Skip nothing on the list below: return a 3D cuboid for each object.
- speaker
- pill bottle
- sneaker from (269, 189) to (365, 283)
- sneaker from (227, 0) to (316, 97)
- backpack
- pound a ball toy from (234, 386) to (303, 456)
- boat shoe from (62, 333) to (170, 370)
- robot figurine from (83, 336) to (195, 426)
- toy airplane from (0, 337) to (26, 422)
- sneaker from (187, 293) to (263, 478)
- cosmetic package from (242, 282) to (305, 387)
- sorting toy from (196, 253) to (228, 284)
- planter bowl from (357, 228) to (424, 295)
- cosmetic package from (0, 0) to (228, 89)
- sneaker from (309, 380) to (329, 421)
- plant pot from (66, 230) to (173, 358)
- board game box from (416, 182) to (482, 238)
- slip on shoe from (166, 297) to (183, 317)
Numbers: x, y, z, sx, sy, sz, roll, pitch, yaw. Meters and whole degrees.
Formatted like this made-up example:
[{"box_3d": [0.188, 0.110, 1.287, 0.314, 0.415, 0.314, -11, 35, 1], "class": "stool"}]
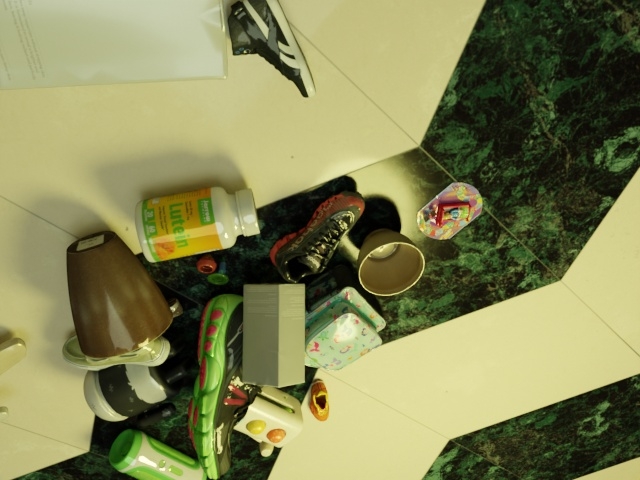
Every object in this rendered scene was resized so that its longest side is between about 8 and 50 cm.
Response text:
[{"box_3d": [-0.486, 0.679, 1.744, 0.131, 0.131, 0.296, -35, 125, 15], "class": "speaker"}, {"box_3d": [-0.260, -0.041, 1.246, 0.245, 0.136, 0.137, -11, 128, -4], "class": "pill bottle"}, {"box_3d": [0.000, 0.000, 1.335, 0.276, 0.135, 0.097, -39, 122, 16], "class": "sneaker"}, {"box_3d": [-0.100, -0.353, 1.091, 0.121, 0.079, 0.217, -22, 119, 9], "class": "sneaker"}, {"box_3d": [0.020, 0.215, 1.474, 0.253, 0.191, 0.225, -30, 130, 16], "class": "backpack"}, {"box_3d": [-0.201, 0.535, 1.692, 0.208, 0.136, 0.319, -42, 123, 19], "class": "pound a ball toy"}, {"box_3d": [-0.507, 0.247, 1.385, 0.302, 0.109, 0.094, -6, 148, 20], "class": "boat shoe"}, {"box_3d": [-0.464, 0.347, 1.475, 0.278, 0.209, 0.174, -27, 144, 8], "class": "robot figurine"}, {"box_3d": [-0.938, 0.370, 1.365, 0.386, 0.273, 0.384, -13, 152, -50], "class": "toy airplane"}, {"box_3d": [-0.217, 0.380, 1.460, 0.202, 0.185, 0.484, 6, 99, -24], "class": "sneaker"}, {"box_3d": [-0.111, 0.220, 1.368, 0.107, 0.127, 0.238, 2, 88, -51], "class": "cosmetic package"}, {"box_3d": [-0.255, 0.064, 1.393, 0.061, 0.042, 0.102, -14, 142, 18], "class": "sorting toy"}, {"box_3d": [0.160, 0.038, 1.413, 0.161, 0.109, 0.162, -6, 128, -8], "class": "planter bowl"}, {"box_3d": [-0.353, -0.385, 0.960, 0.384, 0.156, 0.217, -5, 127, -10], "class": "cosmetic package"}, {"box_3d": [-0.003, 0.502, 1.752, 0.064, 0.067, 0.175, -13, 129, -5], "class": "sneaker"}, {"box_3d": [-0.470, 0.104, 1.287, 0.215, 0.215, 0.231, -14, 113, -1], "class": "plant pot"}, {"box_3d": [0.325, -0.061, 1.422, 0.168, 0.033, 0.133, -41, 124, 19], "class": "board game box"}, {"box_3d": [-0.409, 0.190, 1.444, 0.135, 0.051, 0.041, -27, 125, -1], "class": "slip on shoe"}]
